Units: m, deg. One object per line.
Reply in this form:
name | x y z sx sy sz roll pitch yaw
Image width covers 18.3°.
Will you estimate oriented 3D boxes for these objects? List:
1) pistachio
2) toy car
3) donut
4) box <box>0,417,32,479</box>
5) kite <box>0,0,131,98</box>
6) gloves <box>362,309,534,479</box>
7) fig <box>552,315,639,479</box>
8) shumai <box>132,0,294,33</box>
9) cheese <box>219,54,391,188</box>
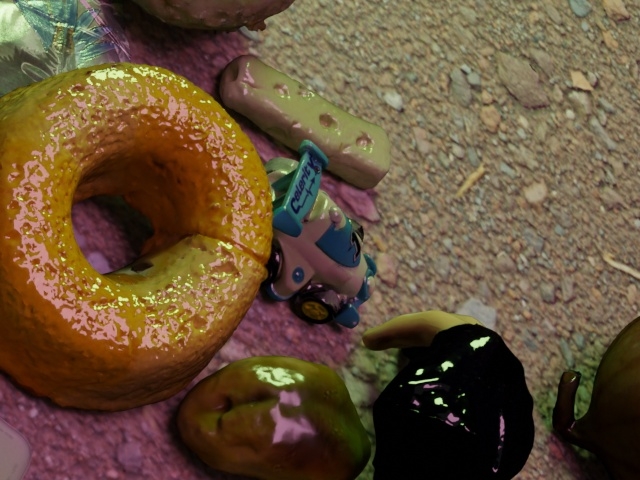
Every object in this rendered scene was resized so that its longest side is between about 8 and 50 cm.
pistachio | -0.027 0.153 1.672 0.189 0.100 0.110 19 78 -28
toy car | 0.000 0.000 1.781 0.161 0.098 0.126 38 50 -18
donut | -0.164 -0.016 1.610 0.303 0.110 0.303 11 66 -27
box | -0.347 0.127 1.446 0.285 0.044 0.142 40 50 -19
kite | -0.215 -0.215 1.765 0.169 0.015 0.310 29 53 -30
gloves | 0.111 0.152 1.740 0.152 0.197 0.301 2 22 -3
fig | 0.360 0.174 1.949 0.235 0.214 0.235 48 19 -22
shumai | -0.090 -0.248 1.821 0.201 0.120 0.201 -2 53 3
cheese | -0.012 -0.111 1.869 0.194 0.043 0.065 28 57 -30
